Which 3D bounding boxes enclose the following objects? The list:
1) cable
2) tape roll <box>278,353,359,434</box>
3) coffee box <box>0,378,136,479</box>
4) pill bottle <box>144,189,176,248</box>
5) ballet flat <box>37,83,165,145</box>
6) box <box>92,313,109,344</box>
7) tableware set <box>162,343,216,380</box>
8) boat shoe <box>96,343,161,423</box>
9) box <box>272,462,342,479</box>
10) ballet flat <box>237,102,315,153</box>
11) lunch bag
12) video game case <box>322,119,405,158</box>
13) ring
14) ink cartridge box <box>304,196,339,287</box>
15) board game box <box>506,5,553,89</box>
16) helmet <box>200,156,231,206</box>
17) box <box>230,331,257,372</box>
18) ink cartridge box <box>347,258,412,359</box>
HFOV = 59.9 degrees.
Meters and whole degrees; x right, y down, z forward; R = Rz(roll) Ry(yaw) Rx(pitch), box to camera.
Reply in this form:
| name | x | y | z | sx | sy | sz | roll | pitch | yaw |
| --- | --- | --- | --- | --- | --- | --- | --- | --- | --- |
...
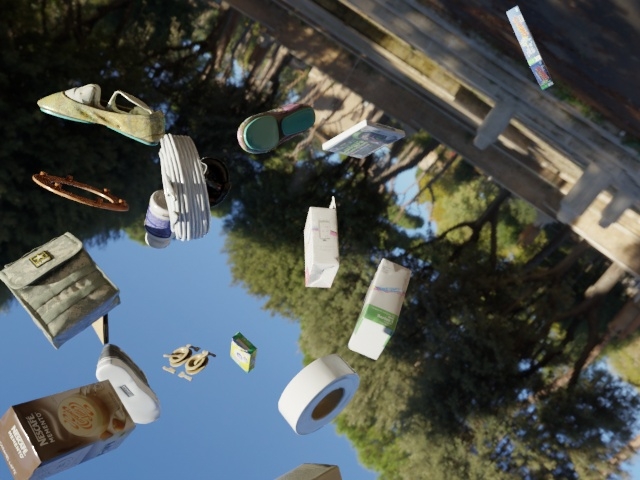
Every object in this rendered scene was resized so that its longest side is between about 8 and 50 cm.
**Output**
| name | x | y | z | sx | sy | sz | roll | pitch | yaw |
| --- | --- | --- | --- | --- | --- | --- | --- | --- | --- |
| cable | -0.325 | -0.127 | 1.322 | 0.089 | 0.257 | 0.257 | -9 | -111 | -15 |
| tape roll | -0.002 | 0.525 | 1.897 | 0.100 | 0.286 | 0.286 | 42 | -161 | 34 |
| coffee box | -0.553 | 0.413 | 1.217 | 0.141 | 0.098 | 0.246 | 50 | -159 | 18 |
| pill bottle | -0.527 | -0.066 | 1.857 | 0.111 | 0.187 | 0.112 | 17 | -142 | -14 |
| ballet flat | -0.597 | -0.369 | 1.540 | 0.348 | 0.123 | 0.123 | 17 | -161 | -5 |
| box | -0.762 | 0.231 | 1.885 | 0.021 | 0.165 | 0.201 | -12 | -147 | -35 |
| tableware set | -0.462 | 0.409 | 1.929 | 0.194 | 0.128 | 0.039 | 6 | 130 | 45 |
| boat shoe | -0.548 | 0.414 | 1.602 | 0.102 | 0.108 | 0.301 | -110 | -1 | -51 |
| box | -0.095 | 0.639 | 1.290 | 0.311 | 0.148 | 0.121 | -11 | -97 | -42 |
| ballet flat | -0.101 | -0.226 | 1.101 | 0.079 | 0.077 | 0.221 | 15 | -147 | 35 |
| lunch bag | -0.779 | 0.131 | 1.660 | 0.235 | 0.169 | 0.287 | -39 | -97 | -28 |
| video game case | 0.131 | -0.304 | 1.692 | 0.173 | 0.190 | 0.022 | 5 | -108 | -41 |
| ring | -0.857 | -0.182 | 2.009 | 0.336 | 0.032 | 0.336 | 21 | -174 | -3 |
| ink cartridge box | 0.000 | 0.000 | 1.338 | 0.067 | 0.115 | 0.198 | 4 | -123 | -9 |
| board game box | 0.586 | -0.537 | 1.553 | 0.136 | 0.035 | 0.201 | 24 | -132 | -52 |
| helmet | -0.402 | -0.207 | 1.965 | 0.169 | 0.169 | 0.161 | 23 | -160 | -29 |
| box | -0.300 | 0.442 | 2.158 | 0.105 | 0.179 | 0.043 | 38 | -125 | 20 |
| ink cartridge box | 0.206 | 0.235 | 1.916 | 0.117 | 0.201 | 0.278 | 22 | -132 | 4 |
